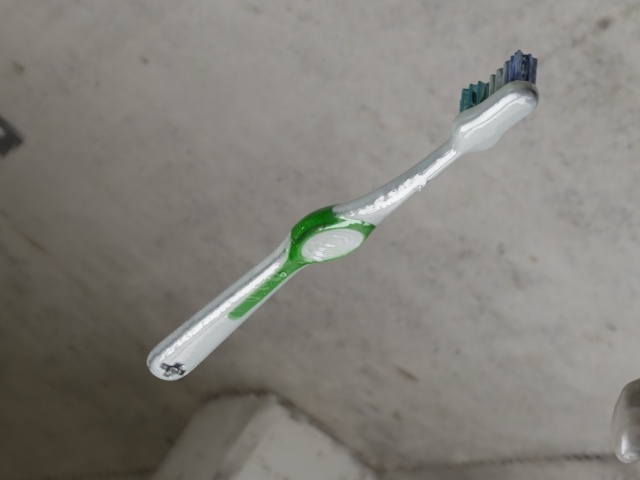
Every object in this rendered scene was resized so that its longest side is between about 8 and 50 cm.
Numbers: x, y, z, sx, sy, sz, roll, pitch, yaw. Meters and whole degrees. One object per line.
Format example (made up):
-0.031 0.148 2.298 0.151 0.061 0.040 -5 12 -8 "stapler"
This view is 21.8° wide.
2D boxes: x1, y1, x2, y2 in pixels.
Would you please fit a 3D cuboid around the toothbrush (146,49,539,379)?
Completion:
0.000 0.001 0.801 0.030 0.030 0.304 40 132 -13 "toothbrush"

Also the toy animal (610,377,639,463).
0.340 0.239 0.955 0.303 0.344 0.194 -5 -175 -4 "toy animal"
